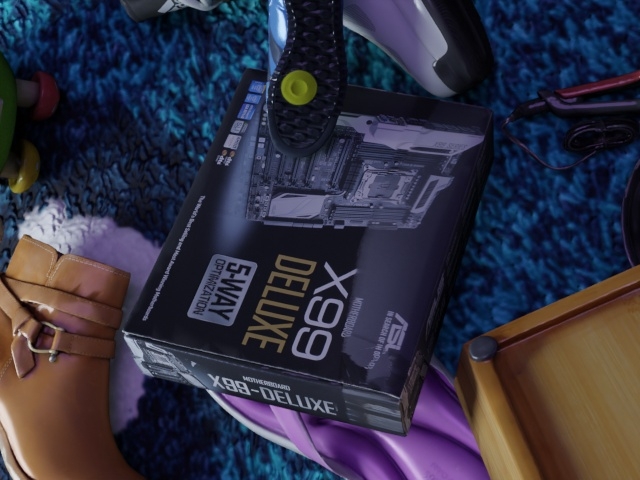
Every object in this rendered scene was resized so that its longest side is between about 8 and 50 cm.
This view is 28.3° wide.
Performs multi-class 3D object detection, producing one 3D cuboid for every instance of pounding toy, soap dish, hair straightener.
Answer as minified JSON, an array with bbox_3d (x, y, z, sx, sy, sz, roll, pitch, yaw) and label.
[{"bbox_3d":[-0.311,-0.101,1.245,0.237,0.110,0.183,55,130,52],"label":"pounding toy"},{"bbox_3d":[0.240,0.154,0.952,0.228,0.118,0.291,-24,43,4],"label":"soap dish"},{"bbox_3d":[0.279,-0.111,1.138,0.230,0.047,0.089,-10,76,6],"label":"hair straightener"}]

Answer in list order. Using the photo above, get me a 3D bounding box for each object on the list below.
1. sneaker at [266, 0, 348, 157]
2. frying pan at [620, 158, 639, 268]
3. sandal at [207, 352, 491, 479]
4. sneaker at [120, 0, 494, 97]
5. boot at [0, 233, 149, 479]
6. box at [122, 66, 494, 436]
[{"bbox_3d":[-0.013,-0.179,1.099,0.069,0.082,0.209,0,111,-4],"label":"sneaker"},{"bbox_3d":[0.421,-0.032,1.085,0.326,0.053,0.197,-14,78,8],"label":"frying pan"},{"bbox_3d":[0.036,0.139,1.116,0.416,0.102,0.169,34,87,18],"label":"sandal"},{"bbox_3d":[-0.047,-0.255,1.222,0.257,0.169,0.447,-43,73,18],"label":"sneaker"},{"bbox_3d":[-0.222,0.133,1.193,0.283,0.109,0.220,22,80,25],"label":"boot"},{"bbox_3d":[0.000,0.000,1.113,0.242,0.077,0.308,12,57,16],"label":"box"}]
